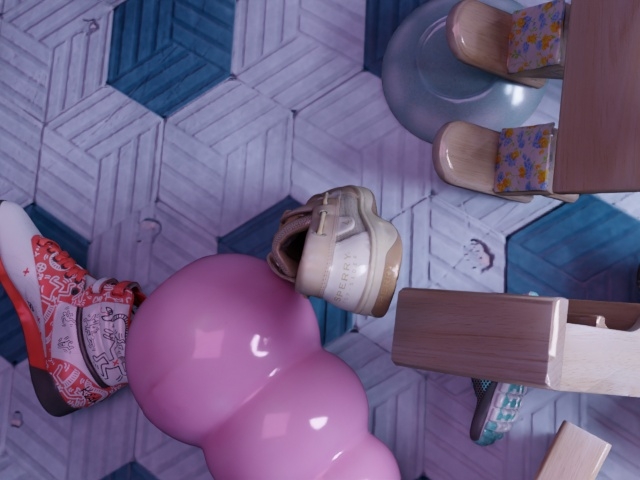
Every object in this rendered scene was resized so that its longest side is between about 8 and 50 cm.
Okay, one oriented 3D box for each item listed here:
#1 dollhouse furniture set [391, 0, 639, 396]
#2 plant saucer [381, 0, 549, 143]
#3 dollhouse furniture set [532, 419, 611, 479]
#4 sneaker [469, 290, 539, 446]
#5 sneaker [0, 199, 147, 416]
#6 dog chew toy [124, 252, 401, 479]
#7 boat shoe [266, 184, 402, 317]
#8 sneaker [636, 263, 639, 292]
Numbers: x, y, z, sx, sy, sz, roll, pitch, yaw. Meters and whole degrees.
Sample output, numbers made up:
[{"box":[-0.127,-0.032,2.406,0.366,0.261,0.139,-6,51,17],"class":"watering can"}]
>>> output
[{"box":[0.231,-0.070,0.862,0.362,0.256,0.394,1,83,53],"class":"dollhouse furniture set"},{"box":[0.160,-0.202,1.118,0.195,0.037,0.195,-4,75,14],"class":"plant saucer"},{"box":[0.343,0.314,0.872,0.355,0.174,0.303,28,86,19],"class":"dollhouse furniture set"},{"box":[0.177,0.129,1.030,0.076,0.065,0.166,11,76,34],"class":"sneaker"},{"box":[-0.283,0.055,1.149,0.145,0.090,0.270,-24,75,7],"class":"sneaker"},{"box":[-0.046,0.173,1.005,0.206,0.206,0.332,-42,78,2],"class":"dog chew toy"},{"box":[0.000,0.000,0.979,0.098,0.302,0.109,10,101,-10],"class":"boat shoe"},{"box":[0.411,0.111,0.914,0.097,0.135,0.276,-52,46,32],"class":"sneaker"}]
